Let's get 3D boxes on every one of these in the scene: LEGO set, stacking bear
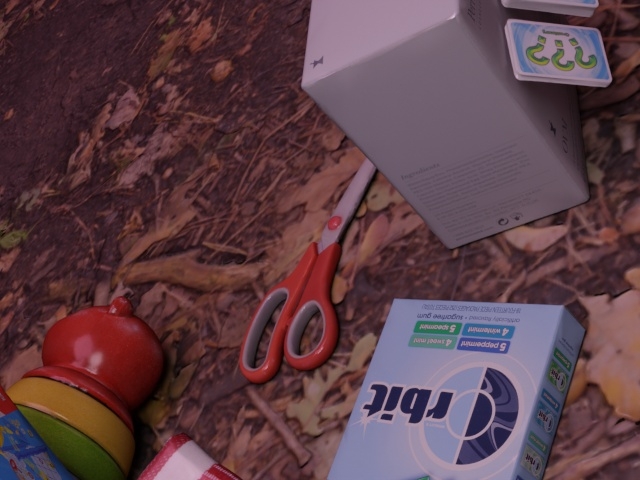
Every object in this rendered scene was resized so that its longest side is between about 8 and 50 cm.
[{"bbox_3d":[0.251,-0.195,0.752,0.060,0.244,0.183,121,149,-59],"label":"LEGO set"},{"bbox_3d":[-0.247,0.185,0.927,0.164,0.175,0.289,10,52,22],"label":"stacking bear"}]

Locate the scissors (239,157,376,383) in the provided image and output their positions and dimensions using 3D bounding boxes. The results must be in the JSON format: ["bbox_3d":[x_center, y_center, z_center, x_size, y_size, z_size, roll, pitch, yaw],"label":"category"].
[{"bbox_3d":[0.000,0.000,0.955,0.109,0.021,0.297,-9,53,41],"label":"scissors"}]

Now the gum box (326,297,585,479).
[{"bbox_3d":[0.093,0.133,0.732,0.157,0.041,0.184,0,58,44],"label":"gum box"}]

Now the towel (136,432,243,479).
[{"bbox_3d":[-0.045,0.304,0.595,0.329,0.037,0.237,36,83,23],"label":"towel"}]

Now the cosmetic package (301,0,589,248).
[{"bbox_3d":[0.108,-0.157,0.823,0.138,0.224,0.224,-22,45,30],"label":"cosmetic package"}]

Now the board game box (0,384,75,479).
[{"bbox_3d":[-0.279,0.311,0.739,0.308,0.302,0.086,-41,-4,9],"label":"board game box"}]
